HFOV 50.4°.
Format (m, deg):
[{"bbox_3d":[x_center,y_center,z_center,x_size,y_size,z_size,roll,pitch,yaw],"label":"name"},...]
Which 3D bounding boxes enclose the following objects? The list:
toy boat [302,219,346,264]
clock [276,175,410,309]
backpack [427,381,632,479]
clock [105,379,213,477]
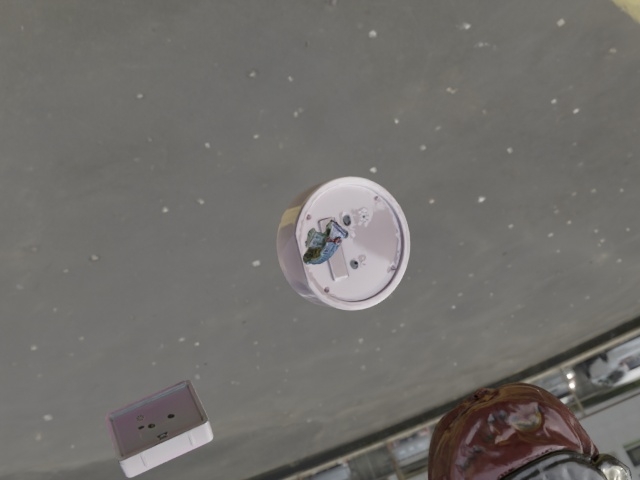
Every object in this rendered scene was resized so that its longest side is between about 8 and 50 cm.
[{"bbox_3d":[0.000,0.000,0.727,0.038,0.038,0.083,-7,158,-28],"label":"toy boat"},{"bbox_3d":[0.036,0.005,1.026,0.196,0.197,0.068,-8,-178,-26],"label":"clock"},{"bbox_3d":[0.222,0.268,0.774,0.229,0.229,0.139,-17,-176,-9],"label":"backpack"},{"bbox_3d":[-0.343,0.399,1.452,0.197,0.150,0.063,-22,126,-18],"label":"clock"}]
